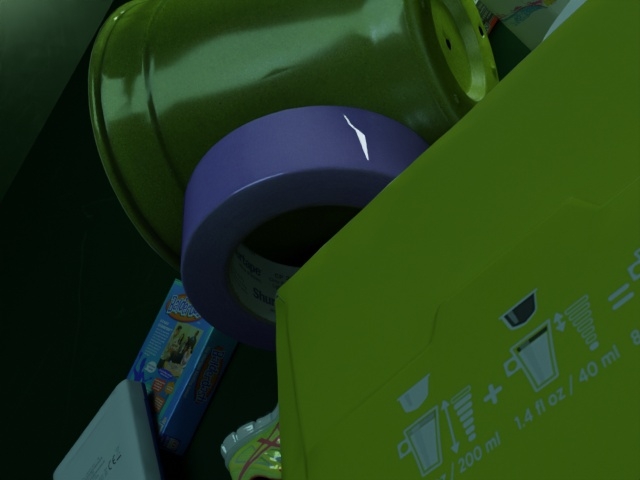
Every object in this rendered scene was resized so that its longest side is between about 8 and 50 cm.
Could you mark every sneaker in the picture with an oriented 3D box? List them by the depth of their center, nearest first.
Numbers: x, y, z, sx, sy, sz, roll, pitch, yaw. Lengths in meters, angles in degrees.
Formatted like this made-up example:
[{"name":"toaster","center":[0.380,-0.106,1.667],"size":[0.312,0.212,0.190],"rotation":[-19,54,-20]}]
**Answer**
[{"name":"sneaker","center":[-0.019,0.214,0.911],"size":[0.208,0.081,0.094],"rotation":[-44,43,30]}]

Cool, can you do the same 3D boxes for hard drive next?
[{"name":"hard drive","center":[-0.252,0.357,1.060],"size":[0.210,0.040,0.319],"rotation":[-52,39,23]}]

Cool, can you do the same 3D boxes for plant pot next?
[{"name":"plant pot","center":[0.000,-0.162,0.982],"size":[0.353,0.366,0.366],"rotation":[-16,50,29]}]

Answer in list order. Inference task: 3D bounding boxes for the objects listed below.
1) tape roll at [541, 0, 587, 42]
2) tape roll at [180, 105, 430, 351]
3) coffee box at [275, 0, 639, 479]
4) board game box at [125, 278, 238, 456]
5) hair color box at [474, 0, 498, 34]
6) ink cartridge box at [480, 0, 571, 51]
[{"name":"tape roll","center":[0.282,-0.077,0.577],"size":[0.286,0.286,0.100],"rotation":[-40,37,24]},{"name":"tape roll","center":[0.000,0.000,0.871],"size":[0.275,0.275,0.090],"rotation":[-35,40,29]},{"name":"coffee box","center":[0.207,0.111,0.422],"size":[0.337,0.334,0.338],"rotation":[-44,29,26]},{"name":"board game box","center":[-0.191,0.165,1.179],"size":[0.160,0.047,0.210],"rotation":[12,74,54]},{"name":"hair color box","center":[0.169,-0.297,1.104],"size":[0.072,0.043,0.141],"rotation":[-56,33,1]},{"name":"ink cartridge box","center":[0.230,-0.298,0.880],"size":[0.093,0.212,0.154],"rotation":[14,76,58]}]
